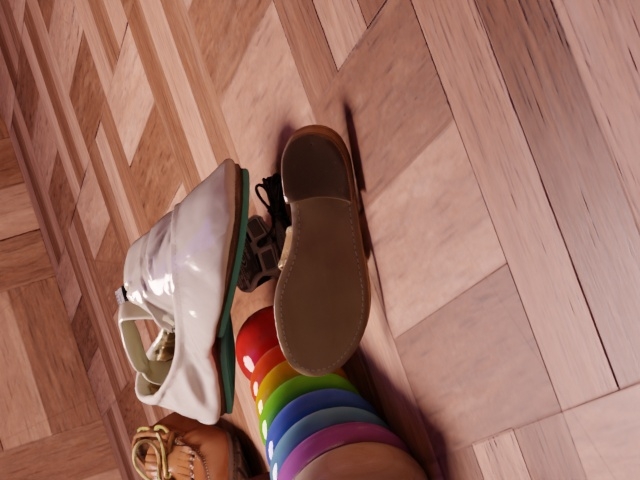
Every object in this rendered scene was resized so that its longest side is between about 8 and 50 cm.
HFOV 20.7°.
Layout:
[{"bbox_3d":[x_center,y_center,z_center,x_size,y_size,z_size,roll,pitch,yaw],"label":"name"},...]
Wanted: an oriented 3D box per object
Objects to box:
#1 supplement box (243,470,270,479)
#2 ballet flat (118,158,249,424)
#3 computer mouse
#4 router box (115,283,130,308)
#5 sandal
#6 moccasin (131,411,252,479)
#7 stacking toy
[{"bbox_3d":[-0.027,0.339,1.786,0.129,0.194,0.191,109,142,-66],"label":"supplement box"},{"bbox_3d":[-0.146,0.066,1.820,0.400,0.139,0.139,98,151,-53],"label":"ballet flat"},{"bbox_3d":[-0.056,0.003,1.823,0.106,0.042,0.193,67,159,5],"label":"computer mouse"},{"bbox_3d":[-0.167,0.054,2.090,0.179,0.133,0.046,151,102,-75],"label":"router box"},{"bbox_3d":[0.007,0.000,1.576,0.079,0.088,0.240,-67,-22,-62],"label":"sandal"},{"bbox_3d":[-0.184,0.316,2.408,0.380,0.147,0.139,-146,41,-67],"label":"moccasin"},{"bbox_3d":[-0.005,0.169,1.692,0.330,0.141,0.141,-117,16,-56],"label":"stacking toy"}]
